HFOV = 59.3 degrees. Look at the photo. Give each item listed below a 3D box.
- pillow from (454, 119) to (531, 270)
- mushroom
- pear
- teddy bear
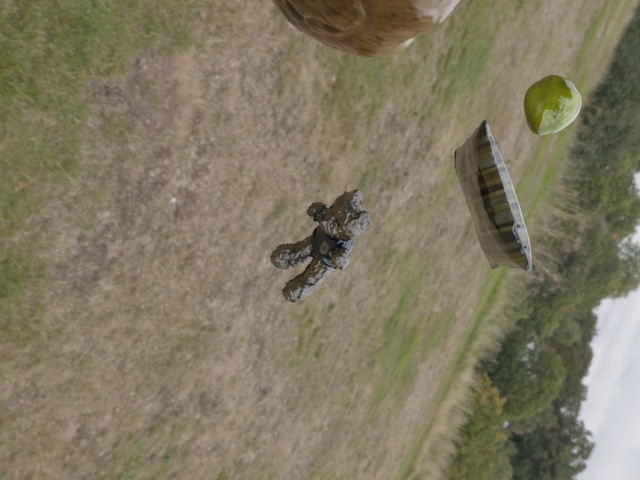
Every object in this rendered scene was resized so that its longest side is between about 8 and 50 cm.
[{"bbox_3d":[0.255,-0.057,0.844,0.208,0.052,0.212,27,48,-87],"label":"pillow"},{"bbox_3d":[0.014,-0.265,0.463,0.146,0.278,0.278,-37,149,-16],"label":"mushroom"},{"bbox_3d":[0.378,-0.219,0.927,0.097,0.092,0.092,-58,158,15],"label":"pear"},{"bbox_3d":[0.012,0.004,1.143,0.129,0.182,0.251,11,131,-49],"label":"teddy bear"}]
